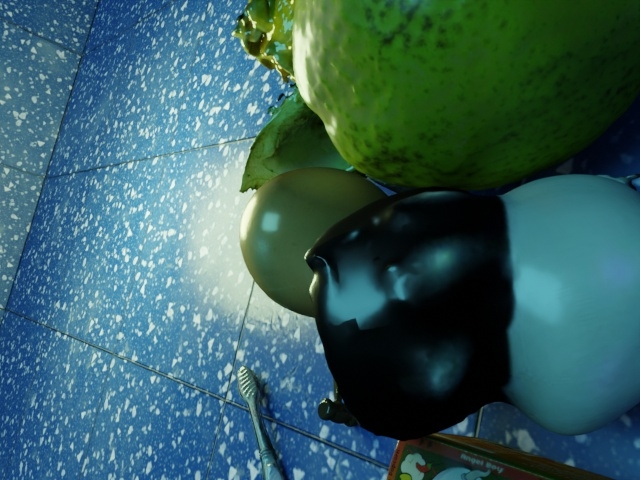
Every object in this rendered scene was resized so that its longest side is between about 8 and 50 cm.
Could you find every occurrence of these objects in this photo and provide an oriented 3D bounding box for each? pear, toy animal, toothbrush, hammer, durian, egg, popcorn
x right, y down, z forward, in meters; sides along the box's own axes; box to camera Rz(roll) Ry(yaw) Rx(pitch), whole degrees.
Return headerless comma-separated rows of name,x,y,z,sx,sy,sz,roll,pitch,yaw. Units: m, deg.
pear,0.143,-0.228,0.629,0.391,0.391,0.390,-23,58,42
toy animal,0.167,0.053,0.559,0.310,0.251,0.250,-16,59,14
toothbrush,-0.062,0.358,0.872,0.035,0.042,0.413,-21,51,-2
hammer,0.023,0.117,0.876,0.029,0.058,0.292,-30,48,37
durian,0.025,-0.223,0.890,0.394,0.198,0.163,-52,41,18
egg,0.000,0.000,0.797,0.201,0.244,0.200,-12,69,33
popcorn,-0.057,-0.388,1.078,0.189,0.170,0.218,-60,34,9

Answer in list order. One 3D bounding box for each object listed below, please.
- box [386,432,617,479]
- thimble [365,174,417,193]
box,0.167,0.284,0.547,0.195,0.148,0.177,2,75,49
thimble,0.112,-0.120,0.829,0.102,0.090,0.115,-45,47,27
